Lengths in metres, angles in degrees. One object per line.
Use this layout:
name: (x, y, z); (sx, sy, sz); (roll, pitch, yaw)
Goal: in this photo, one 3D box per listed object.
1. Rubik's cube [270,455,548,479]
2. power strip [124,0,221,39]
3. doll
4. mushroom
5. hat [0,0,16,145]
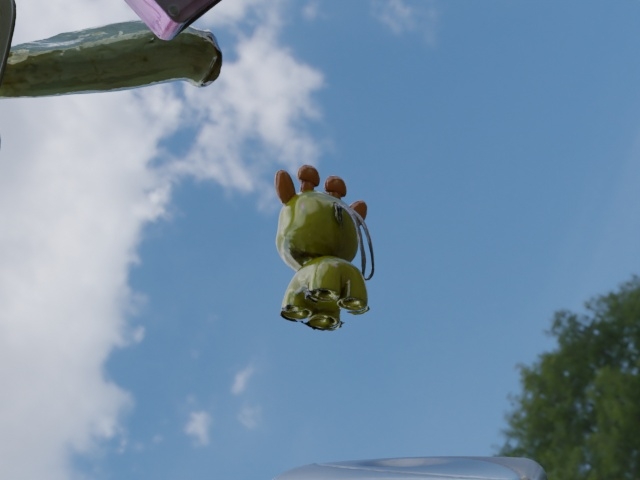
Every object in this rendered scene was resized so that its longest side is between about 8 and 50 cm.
Rubik's cube: (0.115, 0.448, 1.386); (0.347, 0.352, 0.352); (23, -114, -75)
power strip: (-0.074, -0.274, 0.929); (0.109, 0.037, 0.279); (47, -121, -4)
doll: (0.000, 0.000, 1.436); (0.143, 0.135, 0.221); (20, -127, -25)
mushroom: (-0.281, -0.238, 1.480); (0.333, 0.107, 0.087); (-11, -55, -31)
hat: (-0.348, -0.161, 1.077); (0.173, 0.166, 0.144); (-61, -5, -14)
